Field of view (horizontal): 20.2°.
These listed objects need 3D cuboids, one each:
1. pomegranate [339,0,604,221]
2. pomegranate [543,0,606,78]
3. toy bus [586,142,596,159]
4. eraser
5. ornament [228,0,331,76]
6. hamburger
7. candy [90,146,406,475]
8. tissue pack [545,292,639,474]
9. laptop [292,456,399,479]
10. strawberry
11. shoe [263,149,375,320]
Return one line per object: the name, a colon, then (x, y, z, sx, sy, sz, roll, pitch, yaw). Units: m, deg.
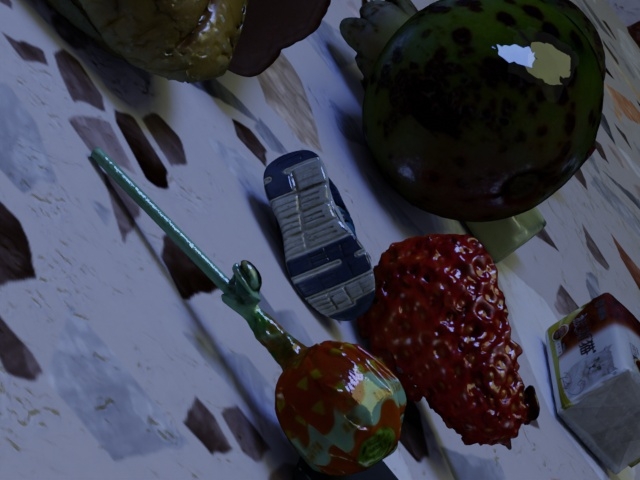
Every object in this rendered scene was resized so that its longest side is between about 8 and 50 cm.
pomegranate: (0.153, -0.154, 1.786, 0.242, 0.242, 0.306, 44, 16, -29)
pomegranate: (0.229, -0.205, 2.159, 0.248, 0.202, 0.202, -36, 90, -44)
toy bus: (0.273, -0.186, 2.348, 0.073, 0.096, 0.235, 19, 38, -56)
eraser: (0.171, -0.065, 1.946, 0.172, 0.058, 0.117, 56, 19, 3)
ornament: (-0.054, -0.269, 1.551, 0.217, 0.235, 0.221, -63, 141, -73)
hamburger: (-0.131, -0.221, 1.344, 0.206, 0.130, 0.183, 40, 35, -23)
candy: (-0.053, 0.040, 1.207, 0.288, 0.078, 0.084, 46, 21, 8)
tissue pack: (0.299, 0.143, 1.836, 0.106, 0.099, 0.149, 46, 21, -22)
laptop: (0.047, 0.202, 1.250, 0.180, 0.016, 0.129, 52, 19, -10)
strawberry: (0.099, 0.079, 1.431, 0.082, 0.121, 0.188, 0, 54, -44)
shoe: (0.000, 0.000, 1.425, 0.071, 0.064, 0.143, 57, 9, -72)
